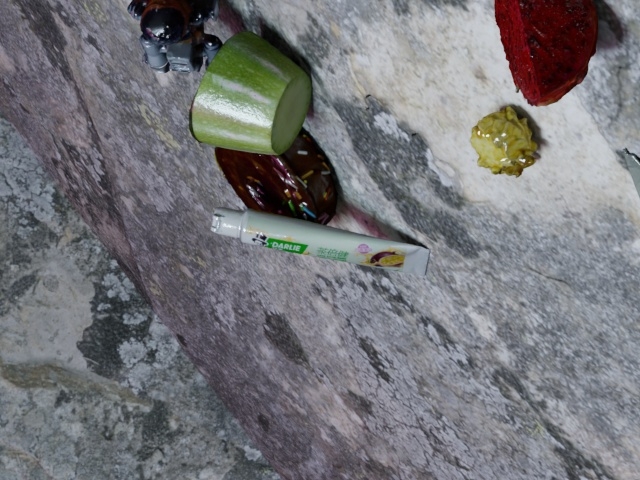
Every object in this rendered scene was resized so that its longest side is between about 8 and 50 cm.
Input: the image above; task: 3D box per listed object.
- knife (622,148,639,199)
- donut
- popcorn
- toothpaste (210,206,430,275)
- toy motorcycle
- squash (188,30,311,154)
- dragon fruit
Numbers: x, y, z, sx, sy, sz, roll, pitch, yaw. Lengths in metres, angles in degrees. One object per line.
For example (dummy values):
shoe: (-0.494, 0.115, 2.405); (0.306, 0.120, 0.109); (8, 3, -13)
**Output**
knife: (0.385, 0.030, 1.380); (0.298, 0.017, 0.047); (57, 165, -18)
donut: (-0.063, -0.097, 1.983); (0.235, 0.089, 0.235); (41, 157, 22)
popcorn: (0.206, -0.108, 1.462); (0.083, 0.057, 0.082); (36, 148, 42)
toothpaste: (0.000, 0.000, 1.892); (0.314, 0.056, 0.058); (12, -166, 5)
toy motorcycle: (-0.185, -0.307, 1.773); (0.134, 0.207, 0.401); (3, 158, 1)
squash: (-0.090, -0.195, 1.798); (0.123, 0.170, 0.170); (22, 150, 19)
dragon fruit: (0.217, -0.200, 1.262); (0.106, 0.083, 0.162); (102, 153, -75)
